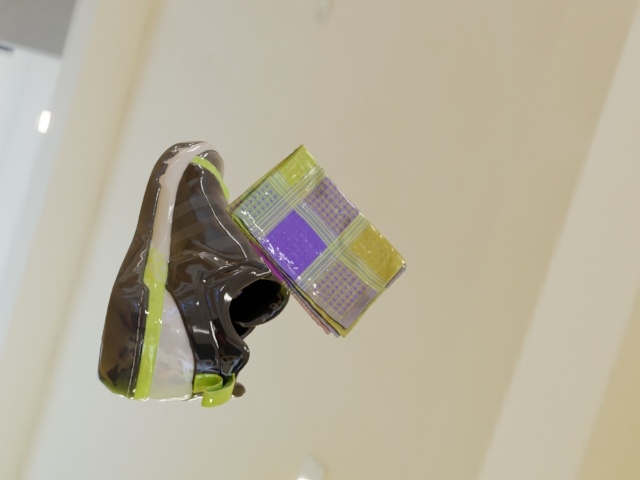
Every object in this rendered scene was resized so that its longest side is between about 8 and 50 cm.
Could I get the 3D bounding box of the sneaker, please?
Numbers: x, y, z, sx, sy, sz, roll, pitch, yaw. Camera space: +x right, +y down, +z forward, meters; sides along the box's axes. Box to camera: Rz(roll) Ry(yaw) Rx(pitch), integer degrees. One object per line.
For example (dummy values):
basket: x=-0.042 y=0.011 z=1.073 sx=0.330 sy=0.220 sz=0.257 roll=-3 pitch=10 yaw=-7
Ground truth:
sneaker: x=-0.066 y=0.025 z=0.887 sx=0.235 sy=0.097 sz=0.084 roll=-81 pitch=-177 yaw=-55

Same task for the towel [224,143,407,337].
towel: x=0.000 y=0.000 z=0.718 sx=0.060 sy=0.083 sz=0.009 roll=-42 pitch=-177 yaw=-30
